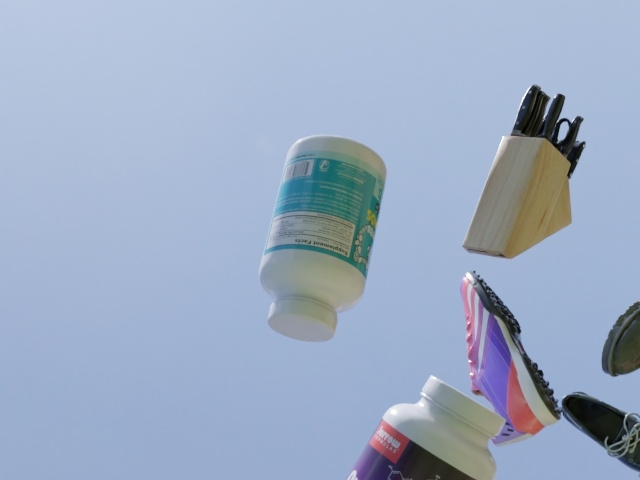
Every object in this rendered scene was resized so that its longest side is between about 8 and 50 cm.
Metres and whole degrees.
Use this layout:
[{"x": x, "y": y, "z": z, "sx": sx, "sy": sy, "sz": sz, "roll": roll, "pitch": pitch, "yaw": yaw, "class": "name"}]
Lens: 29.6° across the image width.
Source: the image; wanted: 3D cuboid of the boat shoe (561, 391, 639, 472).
[{"x": 0.569, "y": 0.364, "z": 2.292, "sx": 0.095, "sy": 0.254, "sz": 0.079, "roll": -55, "pitch": -26, "yaw": 1, "class": "boat shoe"}]

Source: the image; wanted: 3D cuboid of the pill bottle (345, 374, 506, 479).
[{"x": 0.126, "y": 0.359, "z": 1.703, "sx": 0.181, "sy": 0.181, "sz": 0.323, "roll": 33, "pitch": -93, "yaw": -45, "class": "pill bottle"}]

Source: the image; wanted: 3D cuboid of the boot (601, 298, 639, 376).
[{"x": 0.440, "y": 0.118, "z": 1.324, "sx": 0.189, "sy": 0.208, "sz": 0.076, "roll": -38, "pitch": -47, "yaw": -22, "class": "boot"}]

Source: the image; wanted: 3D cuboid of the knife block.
[{"x": 0.340, "y": -0.123, "z": 2.021, "sx": 0.275, "sy": 0.088, "sz": 0.242, "roll": -26, "pitch": -66, "yaw": -41, "class": "knife block"}]

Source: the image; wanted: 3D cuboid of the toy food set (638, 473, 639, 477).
[{"x": 0.637, "y": 0.459, "z": 2.266, "sx": 0.082, "sy": 0.083, "sz": 0.020, "roll": 18, "pitch": -86, "yaw": -55, "class": "toy food set"}]

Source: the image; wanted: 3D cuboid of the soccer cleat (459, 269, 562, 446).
[{"x": 0.273, "y": 0.182, "z": 1.943, "sx": 0.116, "sy": 0.318, "sz": 0.108, "roll": -35, "pitch": -42, "yaw": 14, "class": "soccer cleat"}]

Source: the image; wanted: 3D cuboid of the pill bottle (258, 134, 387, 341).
[{"x": 0.000, "y": 0.000, "z": 1.648, "sx": 0.146, "sy": 0.146, "sz": 0.264, "roll": 38, "pitch": -124, "yaw": -43, "class": "pill bottle"}]
